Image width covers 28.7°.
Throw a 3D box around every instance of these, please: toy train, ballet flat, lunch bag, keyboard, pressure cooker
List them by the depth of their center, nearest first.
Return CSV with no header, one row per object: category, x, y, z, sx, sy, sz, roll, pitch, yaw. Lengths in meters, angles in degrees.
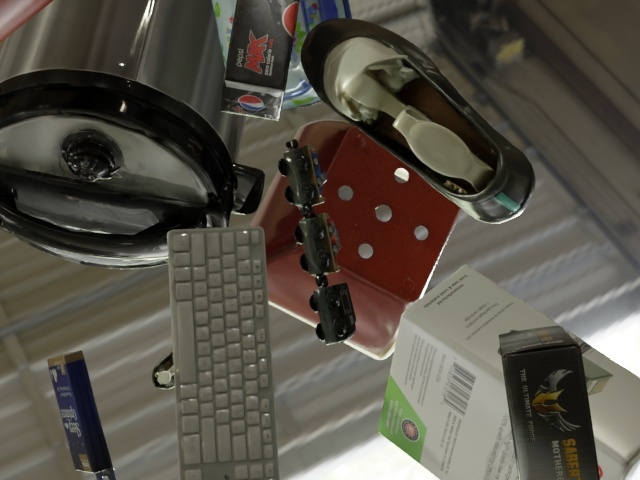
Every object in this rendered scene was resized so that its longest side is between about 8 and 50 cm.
keyboard,-0.069,0.117,0.907,0.072,0.256,0.014,-2,-9,-14
toy train,0.000,0.000,0.953,0.027,0.158,0.036,-16,-4,41
ballet flat,0.077,-0.121,1.124,0.095,0.280,0.096,-56,-23,12
ballet flat,-0.151,0.134,1.397,0.041,0.041,0.114,7,-38,-45
lunch bag,-0.041,-0.261,1.433,0.090,0.219,0.176,-12,0,-38
pressure cooker,-0.290,-0.161,1.704,0.369,0.421,0.375,-17,-42,29

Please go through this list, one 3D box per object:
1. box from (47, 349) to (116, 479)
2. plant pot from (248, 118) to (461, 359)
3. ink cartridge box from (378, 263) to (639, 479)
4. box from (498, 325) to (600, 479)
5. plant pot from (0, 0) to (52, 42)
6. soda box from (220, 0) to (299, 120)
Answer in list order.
box,-0.376,0.288,1.975,0.036,0.225,0.136,-16,-1,-24
plant pot,0.056,-0.018,1.719,0.267,0.267,0.236,-64,6,-14
ink cartridge box,0.207,0.187,1.295,0.114,0.273,0.198,-34,-34,-37
box,0.177,0.186,0.940,0.056,0.231,0.183,-8,-2,7
plant pot,-0.332,-0.367,1.338,0.265,0.272,0.272,-45,-33,-8
soda box,-0.053,-0.199,1.180,0.060,0.169,0.053,9,-28,-4
